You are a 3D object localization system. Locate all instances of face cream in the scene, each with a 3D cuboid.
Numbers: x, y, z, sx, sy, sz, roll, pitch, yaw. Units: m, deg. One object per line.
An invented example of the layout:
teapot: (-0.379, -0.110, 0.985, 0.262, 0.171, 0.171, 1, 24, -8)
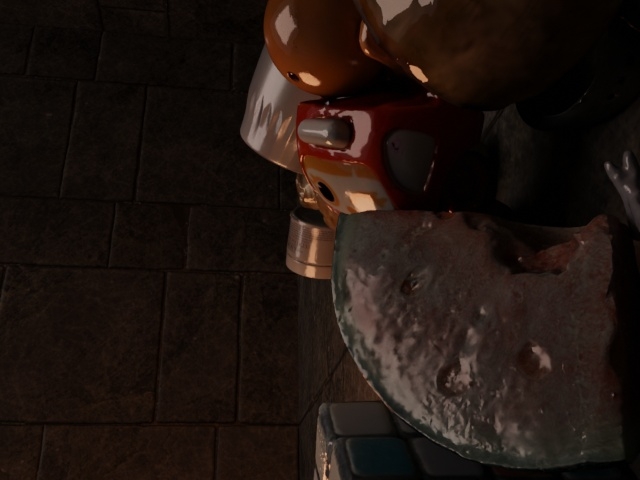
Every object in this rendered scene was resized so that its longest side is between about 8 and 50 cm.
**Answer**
face cream: (0.000, 0.000, 1.835, 0.177, 0.178, 0.152, -108, 23, -68)

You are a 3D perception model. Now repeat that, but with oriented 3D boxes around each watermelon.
watermelon: (0.155, 0.057, 0.585, 0.318, 0.148, 0.226, 44, 106, 39)

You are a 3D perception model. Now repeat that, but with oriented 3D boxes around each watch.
watch: (0.242, -0.211, 0.651, 0.193, 0.069, 0.206, 125, 143, -69)

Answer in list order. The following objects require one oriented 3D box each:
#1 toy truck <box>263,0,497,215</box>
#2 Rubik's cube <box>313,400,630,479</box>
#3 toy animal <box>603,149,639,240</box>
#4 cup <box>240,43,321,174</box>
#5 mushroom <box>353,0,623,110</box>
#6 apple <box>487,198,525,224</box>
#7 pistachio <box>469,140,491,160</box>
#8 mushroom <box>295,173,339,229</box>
toy truck: (0.046, -0.133, 0.678, 0.189, 0.239, 0.264, 16, 102, 50)
Rubik's cube: (0.130, 0.308, 0.594, 0.253, 0.259, 0.256, -113, 27, -68)
toy animal: (0.255, -0.001, 0.434, 0.205, 0.081, 0.366, -105, 16, -70)
cup: (0.007, -0.332, 1.339, 0.253, 0.254, 0.371, -102, 35, -60)
mushroom: (0.171, -0.323, 0.465, 0.397, 0.225, 0.313, -43, 42, 53)
apple: (0.147, 0.071, 0.812, 0.246, 0.246, 0.226, -120, 13, -75)
pistachio: (0.172, -0.066, 0.942, 0.124, 0.125, 0.184, -102, 1, -60)
mushroom: (0.040, -0.143, 1.583, 0.255, 0.184, 0.254, -1, -90, -71)
